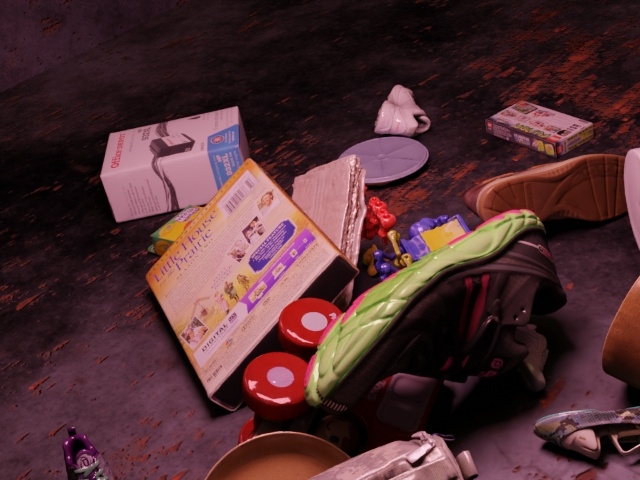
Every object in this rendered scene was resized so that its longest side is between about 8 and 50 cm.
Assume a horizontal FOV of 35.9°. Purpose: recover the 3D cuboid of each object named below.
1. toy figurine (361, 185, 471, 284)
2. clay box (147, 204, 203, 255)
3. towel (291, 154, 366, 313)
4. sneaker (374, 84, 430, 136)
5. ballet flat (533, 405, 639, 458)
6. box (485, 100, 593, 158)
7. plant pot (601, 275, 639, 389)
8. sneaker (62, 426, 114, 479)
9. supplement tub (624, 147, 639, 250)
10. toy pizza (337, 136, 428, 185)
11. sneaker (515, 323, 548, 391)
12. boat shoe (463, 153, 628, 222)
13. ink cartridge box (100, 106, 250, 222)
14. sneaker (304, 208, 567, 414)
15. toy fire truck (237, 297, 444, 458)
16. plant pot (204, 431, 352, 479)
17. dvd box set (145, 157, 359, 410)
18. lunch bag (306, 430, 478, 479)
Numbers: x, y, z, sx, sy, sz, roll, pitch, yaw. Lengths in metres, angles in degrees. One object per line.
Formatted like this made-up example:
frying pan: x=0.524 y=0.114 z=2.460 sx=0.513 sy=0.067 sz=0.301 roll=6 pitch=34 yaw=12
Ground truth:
toy figurine: x=0.205 y=0.012 z=1.665 sx=0.217 sy=0.191 sz=0.362 roll=-13 pitch=32 yaw=-9
clay box: x=-0.238 y=-0.010 z=1.982 sx=0.222 sy=0.053 sz=0.127 roll=12 pitch=39 yaw=33
towel: x=0.000 y=0.000 z=1.693 sx=0.187 sy=0.049 sz=0.282 roll=-15 pitch=61 yaw=54
sneaker: x=0.196 y=-0.281 z=2.246 sx=0.115 sy=0.090 sz=0.232 roll=21 pitch=30 yaw=5
ballet flat: x=0.382 y=0.258 z=1.315 sx=0.188 sy=0.070 sz=0.070 roll=-11 pitch=31 yaw=10
box: x=0.465 y=-0.240 z=2.104 sx=0.114 sy=0.036 sz=0.207 roll=-28 pitch=34 yaw=-23
plant pot: x=0.547 y=0.148 z=1.305 sx=0.237 sy=0.237 sz=0.254 roll=-32 pitch=51 yaw=-29
sneaker: x=-0.320 y=0.355 z=1.382 sx=0.083 sy=0.098 sz=0.224 roll=-26 pitch=33 yaw=-20
supplement tub: x=0.672 y=-0.081 z=1.588 sx=0.316 sy=0.228 sz=0.228 roll=-11 pitch=31 yaw=5
toy pizza: x=0.132 y=-0.165 z=2.114 sx=0.201 sy=0.032 sz=0.201 roll=-9 pitch=31 yaw=5
sneaker: x=0.318 y=0.169 z=1.488 sx=0.061 sy=0.053 sz=0.152 roll=-11 pitch=31 yaw=-1
boat shoe: x=0.424 y=-0.091 z=1.796 sx=0.342 sy=0.123 sz=0.123 roll=-12 pitch=14 yaw=-15
ink cartridge box: x=-0.317 y=-0.172 z=2.198 sx=0.307 sy=0.129 sz=0.223 roll=-12 pitch=32 yaw=2
sneaker: x=0.184 y=0.116 z=1.368 sx=0.483 sy=0.202 sz=0.185 roll=-27 pitch=-7 yaw=-33
toy fire truck: x=0.029 y=0.237 z=1.404 sx=0.254 sy=0.169 sz=0.302 roll=18 pitch=40 yaw=12
plant pot: x=-0.042 y=0.359 z=1.234 sx=0.236 sy=0.032 sz=0.236 roll=2 pitch=65 yaw=-4
dvd box set: x=-0.135 y=0.058 z=1.690 sx=0.307 sy=0.062 sz=0.420 roll=-49 pitch=35 yaw=3
lunch bag: x=0.028 y=0.354 z=1.064 sx=0.305 sy=0.256 sz=0.212 roll=-21 pitch=51 yaw=-15
